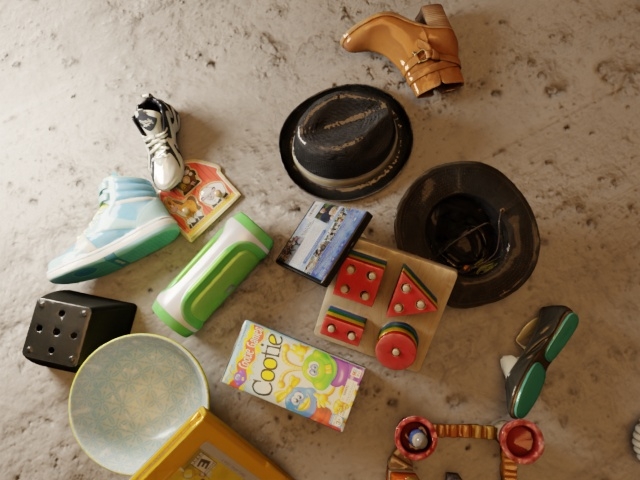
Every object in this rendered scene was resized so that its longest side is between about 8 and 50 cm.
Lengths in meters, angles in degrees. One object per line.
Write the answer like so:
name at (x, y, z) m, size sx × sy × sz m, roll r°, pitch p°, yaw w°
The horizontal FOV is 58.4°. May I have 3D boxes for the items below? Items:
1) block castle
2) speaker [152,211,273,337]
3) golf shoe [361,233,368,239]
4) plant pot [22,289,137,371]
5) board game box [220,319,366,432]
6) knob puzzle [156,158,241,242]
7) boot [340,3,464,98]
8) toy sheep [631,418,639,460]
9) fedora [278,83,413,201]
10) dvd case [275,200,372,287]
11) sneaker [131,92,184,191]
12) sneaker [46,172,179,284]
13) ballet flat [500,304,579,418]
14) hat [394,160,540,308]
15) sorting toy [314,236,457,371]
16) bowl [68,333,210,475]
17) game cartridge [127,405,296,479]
block castle at (0.285, 0.582, 1.142) m, size 0.303 × 0.213 × 0.453 m, roll 2°, pitch 79°, yaw 4°
speaker at (-0.245, 0.077, 1.319) m, size 0.131 × 0.131 × 0.296 m, roll 41°, pitch 84°, yaw 10°
golf shoe at (0.081, -0.001, 1.347) m, size 0.186 × 0.067 × 0.086 m, roll 19°, pitch 79°, yaw 7°
plant pot at (-0.552, 0.210, 1.290) m, size 0.188 × 0.167 × 0.187 m, roll 11°, pitch 80°, yaw 5°
board game box at (-0.053, 0.293, 1.256) m, size 0.275 × 0.144 × 0.142 m, roll 21°, pitch 81°, yaw 8°
knob puzzle at (-0.322, -0.121, 1.414) m, size 0.213 × 0.030 × 0.213 m, roll -1°, pitch 79°, yaw 4°
boot at (0.207, -0.450, 1.425) m, size 0.283 × 0.109 × 0.220 m, roll -13°, pitch 82°, yaw -7°
toy sheep at (0.709, 0.434, 1.215) m, size 0.091 × 0.091 × 0.132 m, roll -3°, pitch 84°, yaw 3°
fedora at (0.059, -0.255, 1.357) m, size 0.334 × 0.152 × 0.334 m, roll -1°, pitch 79°, yaw 3°
dvd case at (0.000, 0.000, 1.276) m, size 0.022 × 0.253 × 0.180 m, roll 36°, pitch 82°, yaw -27°
sneaker at (-0.396, -0.244, 1.368) m, size 0.094 × 0.153 × 0.235 m, roll -3°, pitch 73°, yaw 13°
sneaker at (-0.517, -0.039, 1.364) m, size 0.319 × 0.127 × 0.208 m, roll -25°, pitch 78°, yaw -9°
ballet flat at (0.465, 0.260, 1.262) m, size 0.280 × 0.095 × 0.096 m, roll -51°, pitch 36°, yaw -17°
hat at (0.322, -0.017, 1.304) m, size 0.331 × 0.134 × 0.331 m, roll 0°, pitch 95°, yaw 1°
sorting toy at (0.133, 0.149, 1.242) m, size 0.255 × 0.089 × 0.257 m, roll 19°, pitch 110°, yaw 6°
bowl at (-0.375, 0.345, 1.252) m, size 0.289 × 0.156 × 0.289 m, roll 0°, pitch 82°, yaw -1°
game cartridge at (-0.230, 0.539, 1.178) m, size 0.285 × 0.052 × 0.324 m, roll -46°, pitch 113°, yaw -5°
